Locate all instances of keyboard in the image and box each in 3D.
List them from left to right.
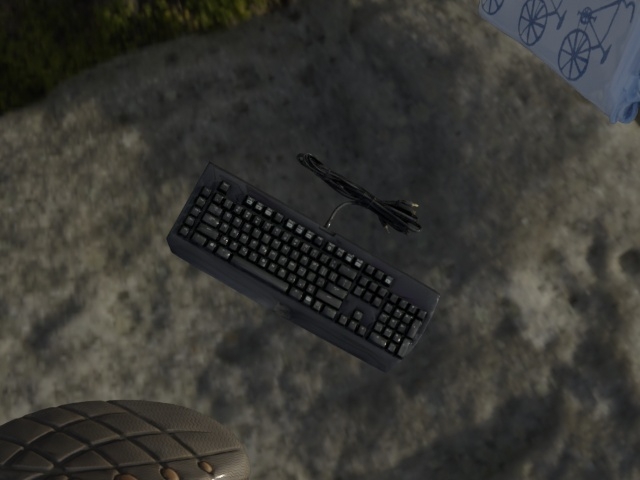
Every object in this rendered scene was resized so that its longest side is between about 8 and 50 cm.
[{"bbox_3d":[0.000,0.000,1.526,0.317,0.033,0.201,30,74,-9],"label":"keyboard"}]

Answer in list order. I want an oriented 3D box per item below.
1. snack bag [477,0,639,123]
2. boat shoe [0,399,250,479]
[{"bbox_3d":[0.219,-0.204,0.714,0.037,0.342,0.323,-4,125,-29],"label":"snack bag"},{"bbox_3d":[-0.225,0.220,0.967,0.356,0.132,0.130,-12,125,-17],"label":"boat shoe"}]
